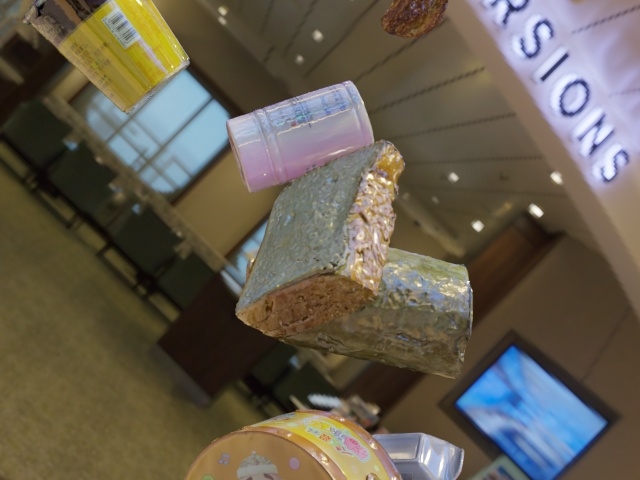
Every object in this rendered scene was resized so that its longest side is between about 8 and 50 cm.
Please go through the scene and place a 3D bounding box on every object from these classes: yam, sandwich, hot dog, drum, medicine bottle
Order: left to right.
[{"bbox_3d":[-0.056,0.545,2.022,0.431,0.431,0.214,44,21,21],"label":"drum"},{"bbox_3d":[-0.040,-0.197,2.018,0.152,0.254,0.152,162,-90,-83],"label":"medicine bottle"},{"bbox_3d":[-0.001,0.000,1.423,0.087,0.226,0.251,40,45,-24],"label":"sandwich"},{"bbox_3d":[0.088,0.099,1.644,0.300,0.195,0.195,12,-5,4],"label":"yam"},{"bbox_3d":[0.168,-0.410,1.836,0.099,0.147,0.065,9,45,-38],"label":"hot dog"}]

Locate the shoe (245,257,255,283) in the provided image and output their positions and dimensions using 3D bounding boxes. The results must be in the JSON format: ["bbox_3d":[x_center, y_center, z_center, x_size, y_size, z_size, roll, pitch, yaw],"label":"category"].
[{"bbox_3d":[-0.095,0.060,1.842,0.072,0.069,0.109,11,-38,3],"label":"shoe"}]

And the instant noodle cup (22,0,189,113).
[{"bbox_3d":[-0.351,-0.350,1.795,0.236,0.215,0.215,50,-2,-8],"label":"instant noodle cup"}]

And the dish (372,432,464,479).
[{"bbox_3d":[0.188,0.465,2.260,0.154,0.234,0.064,-69,149,-56],"label":"dish"}]
